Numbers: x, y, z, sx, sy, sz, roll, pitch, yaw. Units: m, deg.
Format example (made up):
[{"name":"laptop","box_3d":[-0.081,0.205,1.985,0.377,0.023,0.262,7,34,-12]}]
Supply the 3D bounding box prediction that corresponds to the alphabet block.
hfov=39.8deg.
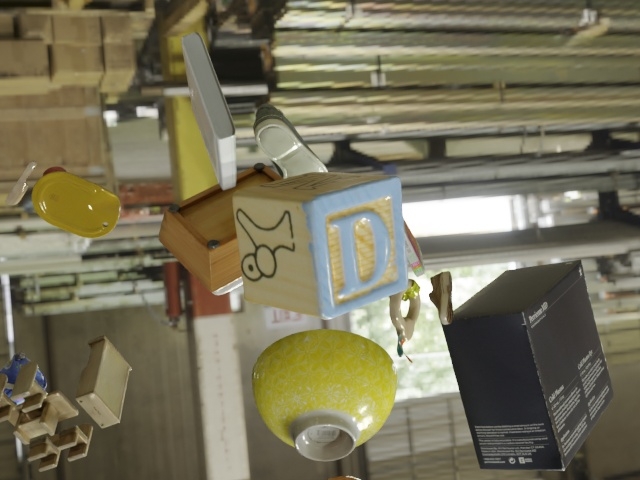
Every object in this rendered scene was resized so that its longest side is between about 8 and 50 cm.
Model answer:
[{"name":"alphabet block","box_3d":[0.000,0.000,1.391,0.193,0.192,0.197,-15,-164,-40]}]

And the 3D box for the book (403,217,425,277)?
[{"name":"book","box_3d":[0.167,-0.008,1.760,0.035,0.144,0.096,-24,-147,7]}]

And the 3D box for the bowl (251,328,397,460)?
[{"name":"bowl","box_3d":[0.009,0.321,1.676,0.289,0.289,0.156,-5,-139,4]}]

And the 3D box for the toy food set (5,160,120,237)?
[{"name":"toy food set","box_3d":[-0.517,-0.094,1.823,0.217,0.128,0.071,25,-155,-15]}]

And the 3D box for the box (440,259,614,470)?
[{"name":"box","box_3d":[0.424,0.240,1.767,0.179,0.313,0.343,-10,-171,36]}]

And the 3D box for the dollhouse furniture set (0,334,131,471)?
[{"name":"dollhouse furniture set","box_3d":[-0.533,0.324,1.832,0.242,0.212,0.161,-21,-145,13]}]

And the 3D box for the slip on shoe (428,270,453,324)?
[{"name":"slip on shoe","box_3d":[0.218,0.105,1.614,0.041,0.051,0.135,-8,-143,15]}]

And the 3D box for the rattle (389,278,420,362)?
[{"name":"rattle","box_3d":[0.165,0.188,2.140,0.142,0.200,0.130,4,-178,17]}]

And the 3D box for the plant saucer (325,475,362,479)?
[{"name":"plant saucer","box_3d":[0.038,0.511,1.524,0.200,0.200,0.037,-4,-179,-30]}]

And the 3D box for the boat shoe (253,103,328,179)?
[{"name":"boat shoe","box_3d":[-0.067,-0.207,2.134,0.116,0.099,0.319,-26,139,11]}]

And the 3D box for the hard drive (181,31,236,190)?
[{"name":"hard drive","box_3d":[-0.206,-0.232,1.668,0.040,0.203,0.307,-19,169,-9]}]

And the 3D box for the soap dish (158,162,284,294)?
[{"name":"soap dish","box_3d":[-0.161,-0.033,1.815,0.290,0.118,0.229,-28,-136,-23]}]

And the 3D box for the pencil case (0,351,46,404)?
[{"name":"pencil case","box_3d":[-0.832,0.410,2.204,0.306,0.119,0.133,-37,-168,-5]}]
